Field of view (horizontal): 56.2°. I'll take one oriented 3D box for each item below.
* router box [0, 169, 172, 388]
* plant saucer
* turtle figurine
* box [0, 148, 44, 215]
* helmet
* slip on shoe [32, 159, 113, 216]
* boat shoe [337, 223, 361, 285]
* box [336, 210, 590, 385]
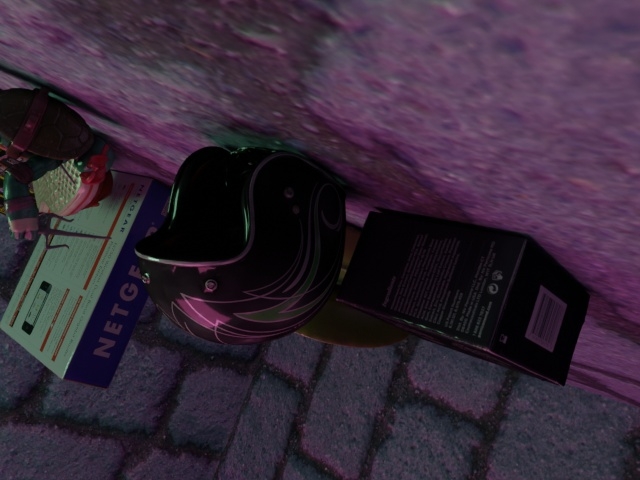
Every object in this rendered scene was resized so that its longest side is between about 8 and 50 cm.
[{"bbox_3d":[-0.399,0.045,1.034,0.301,0.335,0.082,14,169,44],"label":"router box"},{"bbox_3d":[0.008,0.046,0.738,0.241,0.037,0.241,16,-159,-6],"label":"plant saucer"},{"bbox_3d":[-0.297,-0.102,0.594,0.234,0.118,0.175,28,-149,-30],"label":"turtle figurine"},{"bbox_3d":[-0.573,-0.112,1.141,0.184,0.045,0.190,-18,155,18],"label":"box"},{"bbox_3d":[-0.064,0.009,0.508,0.169,0.162,0.169,21,172,3],"label":"helmet"},{"bbox_3d":[-0.344,-0.095,0.845,0.101,0.123,0.331,-11,-176,-28],"label":"slip on shoe"},{"bbox_3d":[0.000,0.000,0.673,0.190,0.068,0.072,18,156,18],"label":"boat shoe"},{"bbox_3d":[0.129,0.051,0.537,0.158,0.093,0.156,13,169,44],"label":"box"}]
